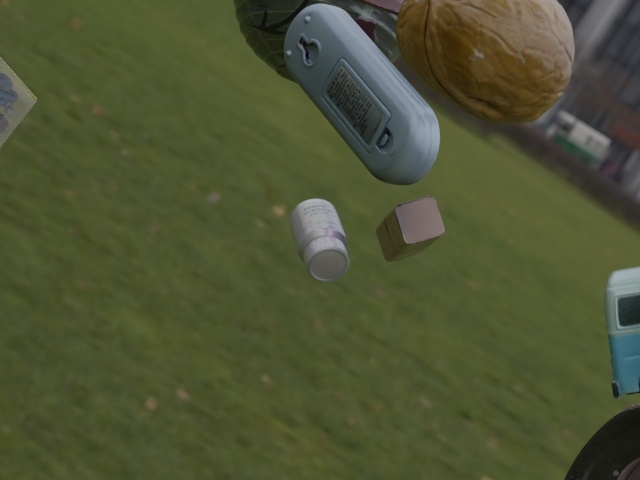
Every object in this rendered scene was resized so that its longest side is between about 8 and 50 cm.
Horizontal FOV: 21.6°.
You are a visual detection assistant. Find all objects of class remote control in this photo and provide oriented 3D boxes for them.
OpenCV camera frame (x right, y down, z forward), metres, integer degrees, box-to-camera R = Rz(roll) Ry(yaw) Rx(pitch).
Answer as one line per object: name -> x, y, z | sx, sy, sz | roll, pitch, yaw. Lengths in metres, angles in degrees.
remote control -> 0.035, -0.145, 1.633 | 0.047, 0.087, 0.244 | 2, 37, -39

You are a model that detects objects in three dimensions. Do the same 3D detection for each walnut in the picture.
walnut -> 0.178, -0.209, 1.759 | 0.197, 0.165, 0.165 | 21, 12, -33

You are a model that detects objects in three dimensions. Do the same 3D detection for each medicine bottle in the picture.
medicine bottle -> 0.000, 0.000, 1.722 | 0.052, 0.052, 0.089 | 28, 24, -29

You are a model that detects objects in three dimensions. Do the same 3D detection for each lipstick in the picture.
lipstick -> 0.090, -0.011, 1.713 | 0.145, 0.045, 0.045 | 126, -51, -80

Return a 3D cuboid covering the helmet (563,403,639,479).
helmet -> 0.372, 0.274, 1.642 | 0.253, 0.198, 0.154 | 41, 13, 15

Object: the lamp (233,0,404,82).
lamp -> 0.006, -0.313, 2.104 | 0.265, 0.233, 0.233 | 15, 17, -40

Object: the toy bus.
toy bus -> 0.470, 0.090, 1.959 | 0.271, 0.164, 0.133 | -9, 5, 14

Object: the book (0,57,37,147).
book -> -0.442, -0.169, 1.986 | 0.013, 0.168, 0.192 | 14, -28, 45
